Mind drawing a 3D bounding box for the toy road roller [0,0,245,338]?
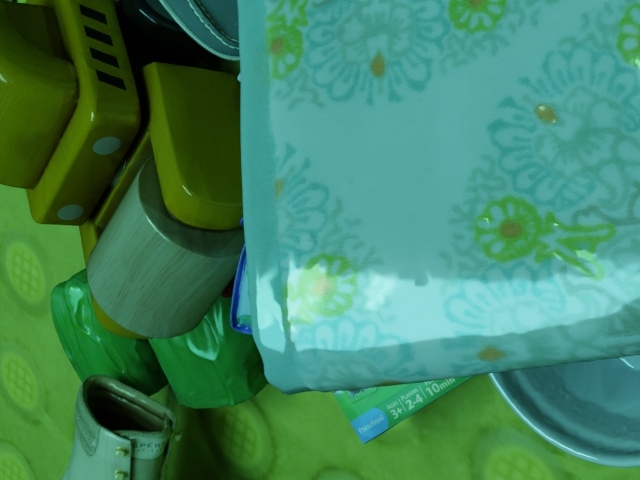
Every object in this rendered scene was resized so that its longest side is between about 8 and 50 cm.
[{"bbox_3d":[-0.207,-0.087,1.175,0.202,0.240,0.330,-52,46,44],"label":"toy road roller"}]

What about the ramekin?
[{"bbox_3d":[0.217,0.045,0.956,0.207,0.109,0.207,20,121,38],"label":"ramekin"}]

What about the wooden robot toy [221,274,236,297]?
[{"bbox_3d":[-0.047,0.025,1.240,0.079,0.076,0.173,-18,94,36],"label":"wooden robot toy"}]

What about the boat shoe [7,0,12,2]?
[{"bbox_3d":[-0.354,-0.251,1.437,0.043,0.049,0.137,44,130,26],"label":"boat shoe"}]

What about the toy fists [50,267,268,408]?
[{"bbox_3d":[-0.165,0.083,1.362,0.279,0.096,0.142,-4,117,44],"label":"toy fists"}]

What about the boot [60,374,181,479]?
[{"bbox_3d":[-0.173,0.274,1.318,0.262,0.095,0.203,42,125,38],"label":"boot"}]

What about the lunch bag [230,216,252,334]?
[{"bbox_3d":[0.000,0.000,1.070,0.096,0.129,0.151,20,108,22],"label":"lunch bag"}]

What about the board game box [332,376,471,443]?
[{"bbox_3d":[0.044,0.044,1.151,0.160,0.039,0.212,-37,79,31],"label":"board game box"}]

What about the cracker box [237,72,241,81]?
[{"bbox_3d":[0.068,-0.131,1.012,0.232,0.067,0.156,34,99,29],"label":"cracker box"}]

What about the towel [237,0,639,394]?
[{"bbox_3d":[0.096,-0.100,0.888,0.320,0.090,0.375,-11,76,29],"label":"towel"}]

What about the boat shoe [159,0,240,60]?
[{"bbox_3d":[-0.103,-0.292,1.087,0.099,0.116,0.320,-143,34,-68],"label":"boat shoe"}]
